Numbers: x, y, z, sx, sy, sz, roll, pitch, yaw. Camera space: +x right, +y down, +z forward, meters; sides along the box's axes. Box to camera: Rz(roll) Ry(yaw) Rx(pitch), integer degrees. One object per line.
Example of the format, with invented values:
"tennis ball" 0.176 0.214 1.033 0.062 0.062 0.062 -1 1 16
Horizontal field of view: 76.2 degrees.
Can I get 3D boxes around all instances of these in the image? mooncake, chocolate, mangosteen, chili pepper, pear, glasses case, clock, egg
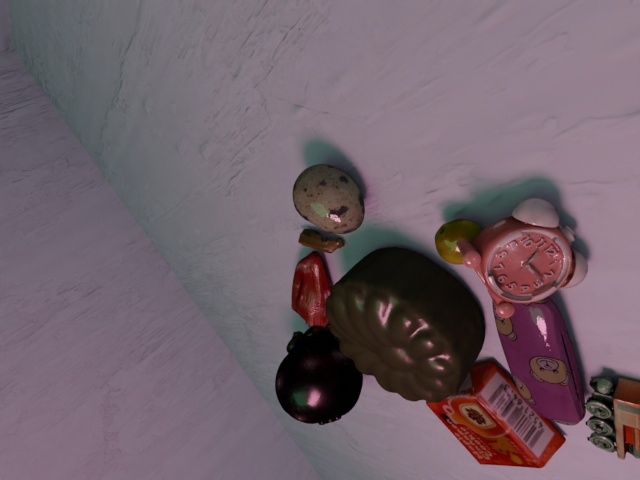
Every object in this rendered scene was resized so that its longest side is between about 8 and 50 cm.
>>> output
"mooncake" 0.184 0.201 0.951 0.356 0.194 0.356 32 144 28
"chocolate" 0.403 0.428 0.988 0.237 0.108 0.235 47 149 4
"mangosteen" 0.001 0.442 1.355 0.297 0.313 0.297 11 161 4
"chili pepper" -0.024 0.130 1.231 0.144 0.136 0.252 -97 5 -60
"pear" 0.265 0.003 0.764 0.097 0.092 0.092 40 149 -12
"glasses case" 0.420 0.224 0.786 0.123 0.076 0.316 8 126 59
"clock" 0.329 0.024 0.668 0.162 0.093 0.166 -32 104 20
"egg" 0.021 -0.089 0.911 0.182 0.141 0.141 41 146 18

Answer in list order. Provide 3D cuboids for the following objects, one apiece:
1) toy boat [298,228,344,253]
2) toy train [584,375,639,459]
"toy boat" 0.000 0.000 1.109 0.149 0.049 0.047 15 163 40
"toy train" 0.554 0.328 0.741 0.118 0.074 0.176 3 122 45
